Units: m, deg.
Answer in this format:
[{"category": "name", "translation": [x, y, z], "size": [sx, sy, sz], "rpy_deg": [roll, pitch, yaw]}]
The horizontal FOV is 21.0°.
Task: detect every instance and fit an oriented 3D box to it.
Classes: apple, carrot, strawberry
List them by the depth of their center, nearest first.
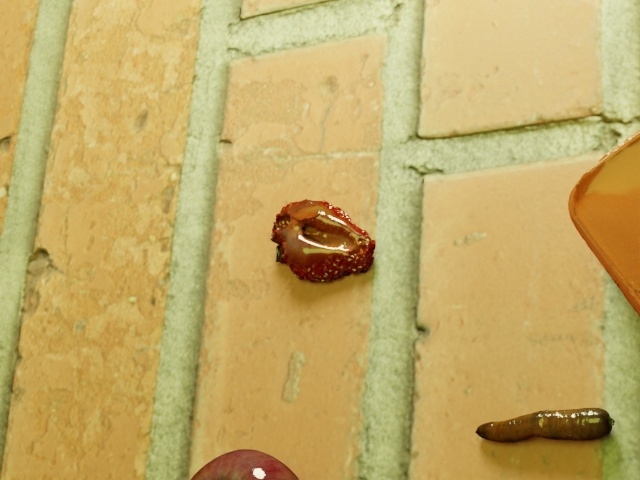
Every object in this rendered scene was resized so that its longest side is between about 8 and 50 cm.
[{"category": "carrot", "translation": [0.242, 0.203, 1.889], "size": [0.165, 0.035, 0.036], "rpy_deg": [-6, 65, 30]}, {"category": "apple", "translation": [-0.084, 0.314, 1.967], "size": [0.153, 0.120, 0.153], "rpy_deg": [-17, 55, 26]}, {"category": "strawberry", "translation": [-0.002, -0.002, 2.113], "size": [0.152, 0.048, 0.104], "rpy_deg": [7, 75, 35]}]

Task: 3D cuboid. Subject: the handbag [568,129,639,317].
[{"category": "handbag", "translation": [0.496, -0.053, 1.823], "size": [0.410, 0.116, 0.303], "rpy_deg": [-38, 58, 9]}]
